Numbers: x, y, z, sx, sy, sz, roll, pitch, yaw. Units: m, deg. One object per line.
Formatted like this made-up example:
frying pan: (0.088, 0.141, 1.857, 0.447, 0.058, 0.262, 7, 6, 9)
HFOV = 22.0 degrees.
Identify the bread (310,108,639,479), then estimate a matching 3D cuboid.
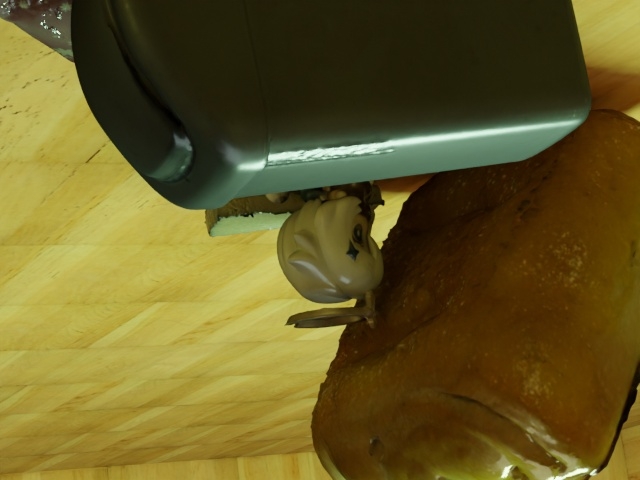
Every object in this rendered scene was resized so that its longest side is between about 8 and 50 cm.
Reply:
bread: (0.120, 0.058, 1.318, 0.148, 0.337, 0.328, 36, 153, -21)

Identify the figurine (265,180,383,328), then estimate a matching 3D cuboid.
figurine: (0.000, 0.000, 1.301, 0.132, 0.153, 0.132, -6, 167, -2)

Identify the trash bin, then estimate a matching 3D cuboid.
trash bin: (-0.001, -0.111, 0.794, 0.236, 0.176, 0.101, -5, 165, -22)

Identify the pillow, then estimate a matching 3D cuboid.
pillow: (-0.107, -0.121, 0.975, 0.118, 0.043, 0.185, -12, 166, 22)

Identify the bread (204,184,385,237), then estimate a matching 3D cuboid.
bread: (-0.024, -0.028, 1.444, 0.154, 0.028, 0.068, -5, 167, -14)
